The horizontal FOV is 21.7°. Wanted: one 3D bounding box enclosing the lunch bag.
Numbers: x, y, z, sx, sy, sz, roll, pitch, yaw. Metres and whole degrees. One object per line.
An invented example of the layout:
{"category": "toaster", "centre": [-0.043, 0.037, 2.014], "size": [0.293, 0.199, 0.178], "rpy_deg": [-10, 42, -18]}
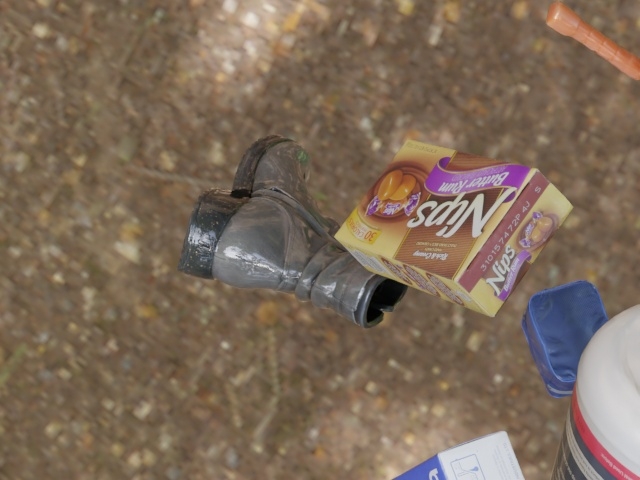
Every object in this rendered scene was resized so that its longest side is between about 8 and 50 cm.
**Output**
{"category": "lunch bag", "centre": [0.216, 0.084, 1.459], "size": [0.067, 0.098, 0.065], "rpy_deg": [-14, 159, -7]}

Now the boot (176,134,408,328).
{"category": "boot", "centre": [0.000, 0.000, 1.743], "size": [0.338, 0.223, 0.118], "rpy_deg": [-56, 163, -65]}

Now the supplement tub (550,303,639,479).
{"category": "supplement tub", "centre": [0.240, 0.192, 1.098], "size": [0.191, 0.191, 0.272], "rpy_deg": [-22, 135, -37]}

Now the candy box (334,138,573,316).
{"category": "candy box", "centre": [0.101, -0.013, 1.318], "size": [0.053, 0.187, 0.109], "rpy_deg": [42, 79, -28]}

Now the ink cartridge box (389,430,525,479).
{"category": "ink cartridge box", "centre": [0.101, 0.214, 0.898], "size": [0.046, 0.207, 0.097], "rpy_deg": [-15, 167, -21]}

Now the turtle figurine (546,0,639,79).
{"category": "turtle figurine", "centre": [0.236, -0.048, 0.686], "size": [0.217, 0.269, 0.087], "rpy_deg": [-46, -176, 41]}
